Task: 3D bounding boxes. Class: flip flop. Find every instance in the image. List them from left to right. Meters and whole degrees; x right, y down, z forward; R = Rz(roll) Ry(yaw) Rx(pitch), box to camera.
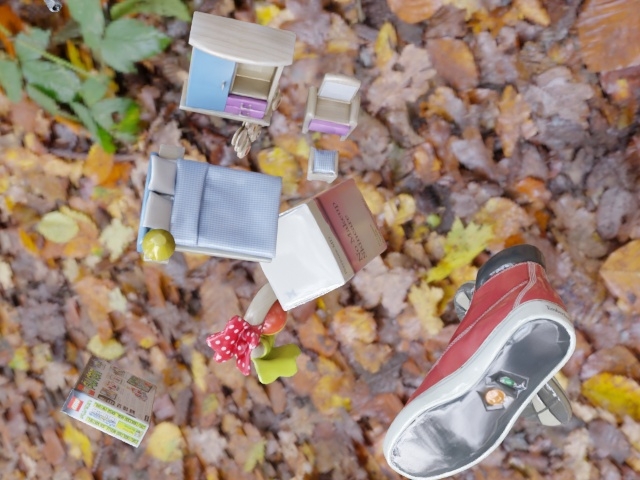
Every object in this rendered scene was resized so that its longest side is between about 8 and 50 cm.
[{"bbox_3d":[0.305,0.169,1.311,0.277,0.080,0.112,56,145,-6],"label":"flip flop"}]

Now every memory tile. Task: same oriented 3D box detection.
[{"bbox_3d":[-0.112,-0.221,1.553,0.012,0.148,0.113,31,170,8],"label":"memory tile"}]

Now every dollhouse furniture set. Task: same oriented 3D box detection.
[{"bbox_3d":[-0.088,-0.106,1.164,0.198,0.286,0.303,126,152,-69],"label":"dollhouse furniture set"}]

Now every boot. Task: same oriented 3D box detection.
[{"bbox_3d":[0.153,0.120,0.878,0.088,0.176,0.244,33,113,-13],"label":"boot"}]

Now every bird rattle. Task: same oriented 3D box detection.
[{"bbox_3d":[-0.129,0.174,1.725,0.143,0.207,0.253,18,164,25],"label":"bird rattle"}]

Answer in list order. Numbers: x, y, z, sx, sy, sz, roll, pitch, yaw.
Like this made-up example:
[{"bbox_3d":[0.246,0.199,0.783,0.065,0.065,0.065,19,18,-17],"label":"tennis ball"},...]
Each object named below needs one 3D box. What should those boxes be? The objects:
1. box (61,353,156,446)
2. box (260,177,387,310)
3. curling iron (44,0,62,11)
[{"bbox_3d":[-0.295,0.223,1.218,0.114,0.207,0.036,28,90,-9],"label":"box"},{"bbox_3d":[0.000,0.000,1.463,0.127,0.232,0.148,-25,94,26],"label":"box"},{"bbox_3d":[-0.391,-0.403,1.098,0.274,0.035,0.068,65,158,16],"label":"curling iron"}]
